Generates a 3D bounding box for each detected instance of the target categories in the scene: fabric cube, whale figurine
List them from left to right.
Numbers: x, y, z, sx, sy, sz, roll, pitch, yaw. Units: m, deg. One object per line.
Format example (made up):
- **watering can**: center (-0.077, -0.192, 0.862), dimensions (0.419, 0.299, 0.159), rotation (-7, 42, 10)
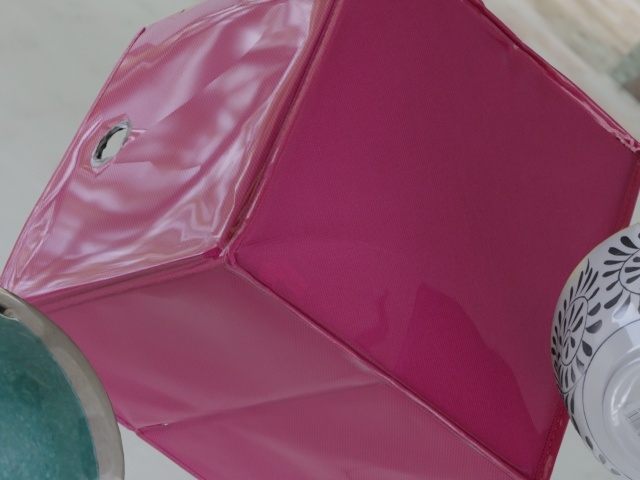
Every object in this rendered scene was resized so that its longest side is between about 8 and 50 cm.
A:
- **whale figurine**: center (-0.205, 0.147, 0.786), dimensions (0.216, 0.272, 0.141), rotation (33, -162, 17)
- **fabric cube**: center (0.000, 0.000, 1.083), dimensions (0.259, 0.258, 0.254), rotation (39, -121, -26)

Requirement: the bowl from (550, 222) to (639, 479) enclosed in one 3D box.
- **bowl**: center (0.194, 0.078, 0.924), dimensions (0.170, 0.170, 0.080), rotation (43, -151, 4)
